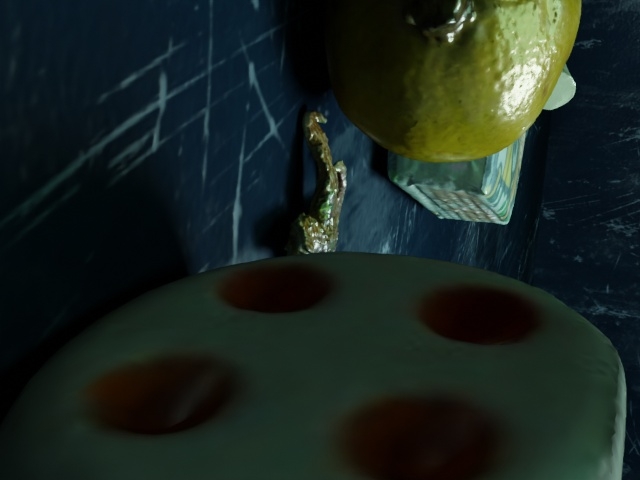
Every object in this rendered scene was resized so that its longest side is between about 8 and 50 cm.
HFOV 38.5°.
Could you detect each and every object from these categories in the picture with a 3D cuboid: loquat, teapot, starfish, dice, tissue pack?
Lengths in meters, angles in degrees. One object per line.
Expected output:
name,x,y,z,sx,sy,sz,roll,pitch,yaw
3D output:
loquat,0.099,-0.168,0.715,0.246,0.213,0.213,-24,121,-79
teapot,0.264,-0.202,1.070,0.067,0.057,0.083,38,42,-27
starfish,-0.010,-0.001,0.747,0.150,0.053,0.209,-53,145,-80
dice,0.000,0.191,0.473,0.304,0.277,0.304,-40,133,-63
tissue pack,0.173,-0.150,1.081,0.311,0.128,0.227,17,80,-72
